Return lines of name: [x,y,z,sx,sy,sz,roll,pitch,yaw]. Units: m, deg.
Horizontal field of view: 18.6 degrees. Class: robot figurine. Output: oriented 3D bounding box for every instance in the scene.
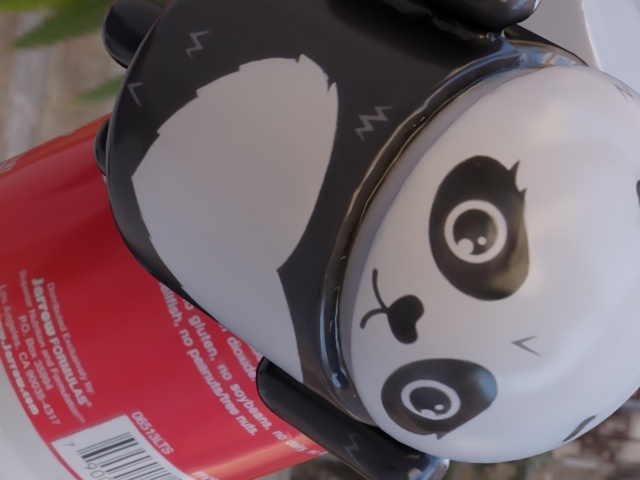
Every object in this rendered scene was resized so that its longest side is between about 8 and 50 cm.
robot figurine: [0.021,-0.023,0.804,0.173,0.278,0.209,-48,141,-12]

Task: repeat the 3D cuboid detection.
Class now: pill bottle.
pill bottle: [0.000,0.000,1.088,0.229,0.407,0.229,49,29,-39]
